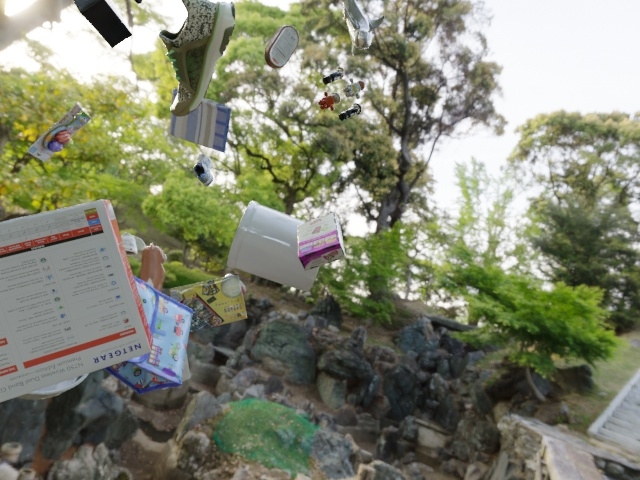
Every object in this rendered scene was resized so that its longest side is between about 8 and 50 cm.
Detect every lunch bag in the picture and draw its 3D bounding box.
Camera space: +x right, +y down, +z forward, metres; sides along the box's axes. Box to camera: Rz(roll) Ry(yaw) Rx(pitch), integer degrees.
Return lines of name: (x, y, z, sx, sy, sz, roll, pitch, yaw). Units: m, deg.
lunch bag: (-0.468, 0.216, 1.072, 0.138, 0.220, 0.293, -16, -41, 15)

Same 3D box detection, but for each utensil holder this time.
utensil holder: (-0.187, 0.030, 1.984, 0.386, 0.327, 0.327, 19, -9, -4)

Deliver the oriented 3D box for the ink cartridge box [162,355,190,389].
ink cartridge box: (-0.664, 0.436, 1.830, 0.129, 0.307, 0.223, -18, 41, -30)

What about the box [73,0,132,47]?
box: (-0.817, -0.865, 1.559, 0.261, 0.103, 0.184, 57, 2, 15)

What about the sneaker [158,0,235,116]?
sneaker: (-0.416, -0.578, 1.339, 0.182, 0.157, 0.410, 16, -51, -29)

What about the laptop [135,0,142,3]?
laptop: (-0.597, -0.787, 1.177, 0.265, 0.136, 0.234, 29, -7, 40)

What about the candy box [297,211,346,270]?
candy box: (0.000, 0.000, 1.608, 0.160, 0.233, 0.071, -19, -59, 9)

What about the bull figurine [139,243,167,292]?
bull figurine: (-0.702, 0.171, 1.797, 0.101, 0.309, 0.188, 7, -12, -10)

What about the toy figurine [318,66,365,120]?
toy figurine: (0.112, -0.721, 2.131, 0.213, 0.148, 0.209, 35, -40, 22)

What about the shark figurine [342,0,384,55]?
shark figurine: (0.118, -0.647, 1.218, 0.116, 0.277, 0.166, -14, -7, 3)

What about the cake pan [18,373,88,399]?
cake pan: (-0.822, 0.340, 1.253, 0.293, 0.054, 0.293, 32, 18, -12)

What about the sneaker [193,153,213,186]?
sneaker: (-0.401, -0.250, 1.468, 0.052, 0.135, 0.058, -31, -33, 16)

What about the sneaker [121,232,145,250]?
sneaker: (-0.937, 0.021, 2.196, 0.152, 0.058, 0.084, 24, -27, 17)

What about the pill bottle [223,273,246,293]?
pill bottle: (-0.393, 0.228, 1.719, 0.108, 0.180, 0.107, 32, -30, 20)

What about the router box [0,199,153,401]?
router box: (-0.516, 0.110, 0.776, 0.336, 0.300, 0.082, -16, 9, -17)

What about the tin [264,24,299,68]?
tin: (-0.159, -0.804, 1.793, 0.106, 0.189, 0.040, 36, -8, -40)

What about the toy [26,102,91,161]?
toy: (-0.929, -0.376, 1.571, 0.056, 0.237, 0.137, 37, -10, -2)

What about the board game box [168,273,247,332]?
board game box: (-0.394, 0.223, 1.521, 0.244, 0.164, 0.042, -11, 1, -19)

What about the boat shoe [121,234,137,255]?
boat shoe: (-0.905, 0.041, 1.808, 0.277, 0.096, 0.098, -9, -25, -42)

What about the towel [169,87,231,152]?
towel: (-0.522, -0.512, 1.856, 0.285, 0.209, 0.034, 21, 27, 13)
